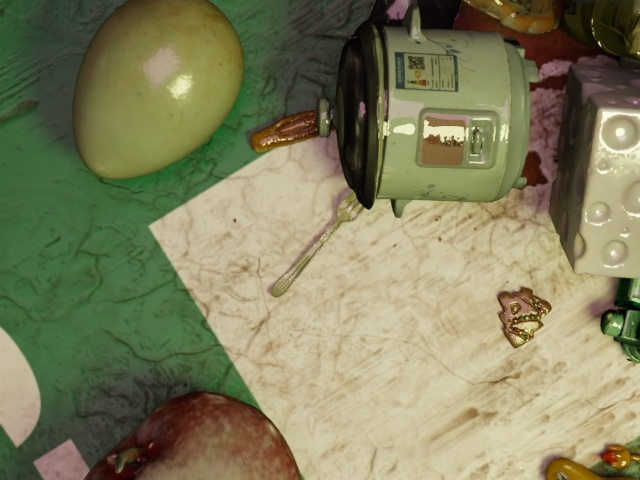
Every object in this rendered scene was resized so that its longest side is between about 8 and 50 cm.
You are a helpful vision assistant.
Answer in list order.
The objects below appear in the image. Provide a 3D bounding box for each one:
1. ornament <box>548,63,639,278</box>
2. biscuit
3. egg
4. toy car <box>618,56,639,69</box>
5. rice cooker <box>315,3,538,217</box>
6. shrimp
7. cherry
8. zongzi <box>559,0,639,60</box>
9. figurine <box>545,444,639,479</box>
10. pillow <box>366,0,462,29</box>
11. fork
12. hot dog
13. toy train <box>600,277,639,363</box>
[{"bbox_3d":[0.464,-0.096,1.785,0.240,0.239,0.239,4,113,0],"label":"ornament"},{"bbox_3d":[0.298,0.116,1.919,0.082,0.016,0.092,16,85,0],"label":"biscuit"},{"bbox_3d":[-0.239,-0.216,1.832,0.218,0.218,0.295,39,99,1],"label":"egg"},{"bbox_3d":[0.500,-0.256,1.907,0.112,0.112,0.139,-27,97,13],"label":"toy car"},{"bbox_3d":[0.141,-0.176,1.810,0.317,0.264,0.316,-2,115,-4],"label":"rice cooker"},{"bbox_3d":[0.270,-0.401,1.900,0.254,0.059,0.145,27,88,-16],"label":"shrimp"},{"bbox_3d":[-0.176,0.385,1.763,0.326,0.291,0.335,-20,102,-19],"label":"cherry"},{"bbox_3d":[0.458,-0.392,1.807,0.125,0.251,0.274,13,102,-28],"label":"zongzi"},{"bbox_3d":[0.418,0.352,1.879,0.176,0.121,0.122,17,58,10],"label":"figurine"},{"bbox_3d":[0.158,-0.384,1.925,0.141,0.055,0.208,22,87,-6],"label":"pillow"},{"bbox_3d":[0.000,0.000,1.914,0.034,0.028,0.219,43,87,-2],"label":"fork"},{"bbox_3d":[-0.040,-0.167,1.925,0.137,0.028,0.044,-16,80,0],"label":"hot dog"},{"bbox_3d":[0.543,0.120,1.878,0.269,0.115,0.154,14,78,0],"label":"toy train"}]
